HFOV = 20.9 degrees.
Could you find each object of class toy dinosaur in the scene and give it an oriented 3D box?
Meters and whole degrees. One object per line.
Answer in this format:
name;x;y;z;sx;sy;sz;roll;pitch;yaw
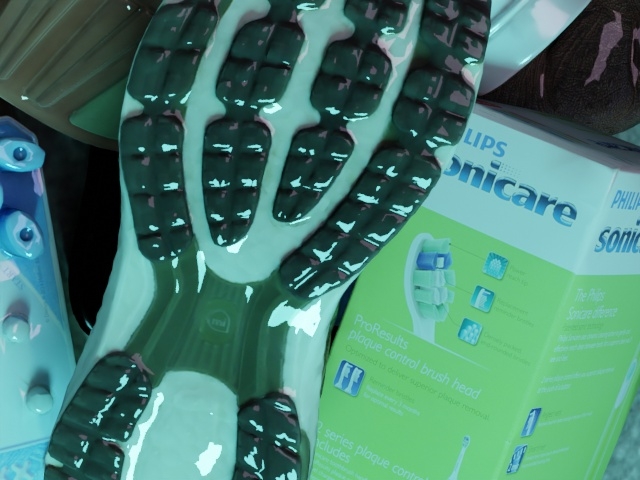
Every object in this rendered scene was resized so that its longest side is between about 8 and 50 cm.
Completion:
toy dinosaur;0.186;-0.133;1.131;0.314;0.121;0.160;-18;89;-33

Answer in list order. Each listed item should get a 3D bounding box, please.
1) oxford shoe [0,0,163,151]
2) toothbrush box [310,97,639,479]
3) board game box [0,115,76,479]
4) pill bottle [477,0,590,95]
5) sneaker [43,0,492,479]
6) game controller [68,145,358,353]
oxford shoe;-0.211;-0.204;0.908;0.397;0.140;0.146;39;35;-19
toothbrush box;0.101;0.071;0.994;0.206;0.122;0.283;-1;114;-62
board game box;-0.297;0.159;0.882;0.390;0.050;0.389;-12;100;-24
pill bottle;0.045;-0.186;0.929;0.216;0.121;0.121;46;70;-7
sneaker;-0.034;-0.018;0.896;0.158;0.182;0.410;22;108;-4
game controller;0.000;0.000;1.060;0.319;0.067;0.166;9;89;-30
